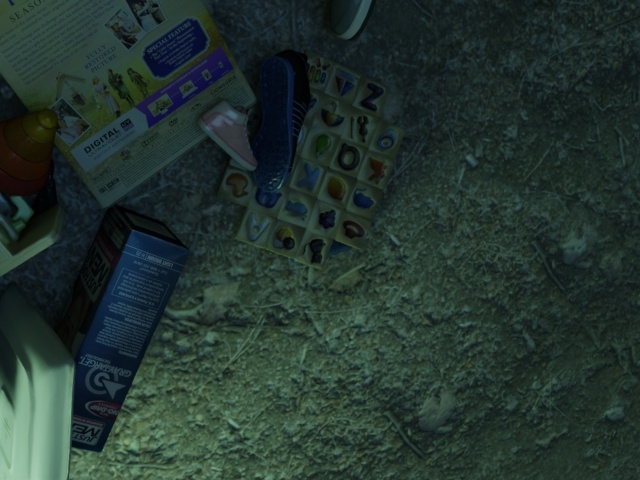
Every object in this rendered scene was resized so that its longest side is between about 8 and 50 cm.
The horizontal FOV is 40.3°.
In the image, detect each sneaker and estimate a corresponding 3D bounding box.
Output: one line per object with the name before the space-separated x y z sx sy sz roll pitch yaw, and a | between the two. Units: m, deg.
sneaker | 0.008 -0.476 1.367 0.178 0.123 0.296 5 95 -29
sneaker | -0.128 -0.169 1.379 0.070 0.051 0.134 -44 130 4
sneaker | -0.057 -0.195 1.427 0.090 0.081 0.232 -34 138 -54

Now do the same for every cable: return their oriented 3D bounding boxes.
cable | -0.479 -0.085 1.323 0.150 0.047 0.185 -7 112 -16

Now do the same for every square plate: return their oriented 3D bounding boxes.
square plate | -0.434 0.273 1.270 0.049 0.347 0.344 0 105 -32

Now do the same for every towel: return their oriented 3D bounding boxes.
towel | 0.000 0.000 1.556 0.119 0.029 0.067 -14 111 -19

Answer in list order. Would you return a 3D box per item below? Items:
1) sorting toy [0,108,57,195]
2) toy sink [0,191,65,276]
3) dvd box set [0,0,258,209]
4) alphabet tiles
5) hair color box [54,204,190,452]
sorting toy | -0.491 -0.223 1.179 0.365 0.127 0.126 44 126 -17
toy sink | -0.500 -0.013 1.233 0.234 0.153 0.131 -31 113 0
dvd box set | -0.313 -0.290 1.276 0.307 0.062 0.420 -38 127 -10
alphabet tiles | -0.011 -0.135 1.504 0.285 0.011 0.343 20 92 -23
hair color box | -0.338 0.133 1.369 0.105 0.174 0.347 22 95 -27
